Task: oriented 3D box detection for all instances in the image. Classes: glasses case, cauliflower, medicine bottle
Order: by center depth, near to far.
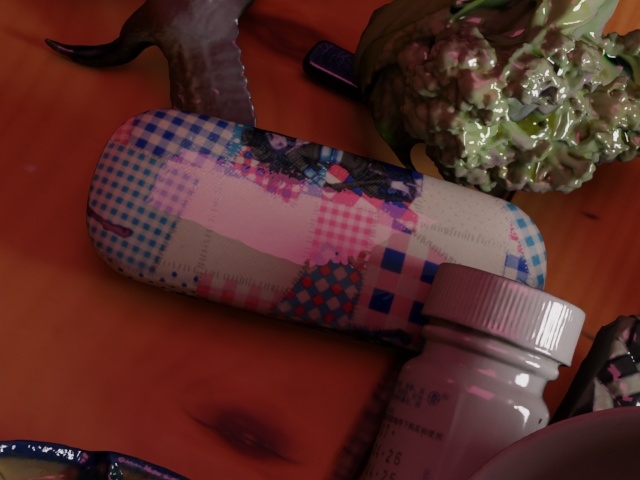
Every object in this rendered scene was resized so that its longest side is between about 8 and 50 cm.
[{"bbox_3d":[0.097,0.108,0.894,0.105,0.105,0.168,20,86,0],"label":"medicine bottle"},{"bbox_3d":[0.000,0.000,0.971,0.328,0.076,0.125,15,77,-7],"label":"glasses case"},{"bbox_3d":[0.157,-0.161,0.991,0.239,0.315,0.256,46,37,17],"label":"cauliflower"},{"bbox_3d":[0.027,-0.127,1.093,0.083,0.023,0.033,28,54,3],"label":"glasses case"}]

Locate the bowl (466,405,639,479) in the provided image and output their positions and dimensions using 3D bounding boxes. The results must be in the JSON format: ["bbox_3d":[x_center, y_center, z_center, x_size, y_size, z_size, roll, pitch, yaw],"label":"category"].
[{"bbox_3d":[0.223,0.260,0.804,0.345,0.345,0.157,52,21,18],"label":"bowl"}]

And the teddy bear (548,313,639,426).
[{"bbox_3d":[0.272,0.128,0.926,0.251,0.144,0.171,16,58,-2],"label":"teddy bear"}]

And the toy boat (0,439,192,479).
[{"bbox_3d":[-0.098,0.193,0.831,0.262,0.115,0.114,24,59,3],"label":"toy boat"}]

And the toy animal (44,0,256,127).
[{"bbox_3d":[-0.105,-0.175,1.036,0.197,0.160,0.272,7,53,-5],"label":"toy animal"}]
